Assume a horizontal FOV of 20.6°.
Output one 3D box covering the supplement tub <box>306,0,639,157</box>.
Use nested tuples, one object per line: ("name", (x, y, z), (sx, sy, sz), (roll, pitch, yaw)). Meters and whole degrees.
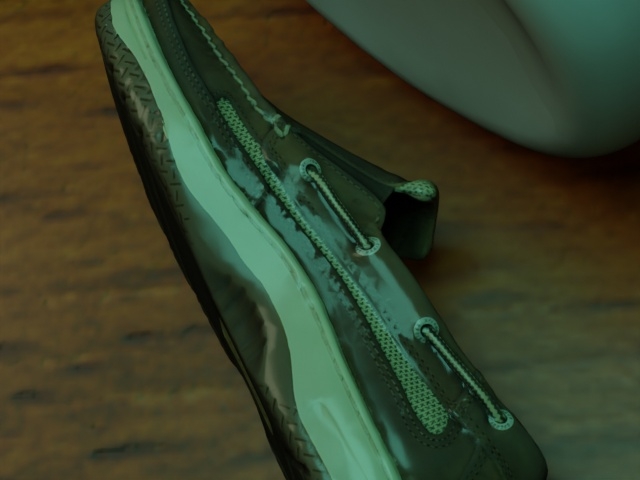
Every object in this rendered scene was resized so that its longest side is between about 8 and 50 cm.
("supplement tub", (0.118, -0.221, 0.627), (0.241, 0.241, 0.331), (38, 82, 27))

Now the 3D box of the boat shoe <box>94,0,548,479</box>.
("boat shoe", (0.000, 0.004, 0.660), (0.095, 0.095, 0.257), (-23, 68, -10))
